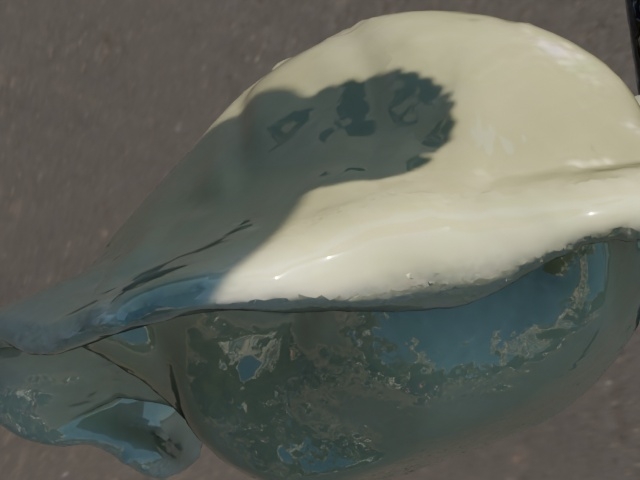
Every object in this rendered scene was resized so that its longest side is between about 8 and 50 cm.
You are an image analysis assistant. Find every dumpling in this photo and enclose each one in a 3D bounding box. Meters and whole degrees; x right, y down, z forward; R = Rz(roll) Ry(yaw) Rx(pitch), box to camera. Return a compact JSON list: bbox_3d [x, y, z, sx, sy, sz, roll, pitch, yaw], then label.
[{"bbox_3d":[0.000,0.000,0.636,0.243,0.318,0.187,1,69,-47],"label":"dumpling"}]

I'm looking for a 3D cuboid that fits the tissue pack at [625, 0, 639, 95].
[{"bbox_3d":[0.308,-0.111,1.035,0.259,0.122,0.361,-28,114,-41],"label":"tissue pack"}]
